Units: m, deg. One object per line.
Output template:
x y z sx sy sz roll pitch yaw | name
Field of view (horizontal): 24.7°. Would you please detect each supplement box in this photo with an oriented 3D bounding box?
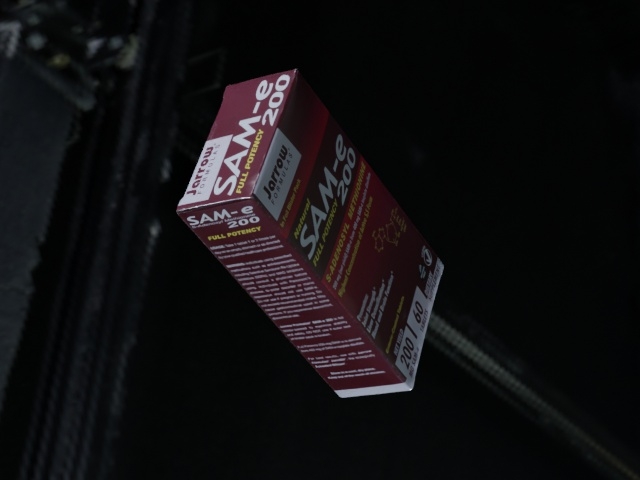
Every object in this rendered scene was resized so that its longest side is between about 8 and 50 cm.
0.000 0.000 1.116 0.239 0.073 0.130 50 -137 -37 | supplement box
